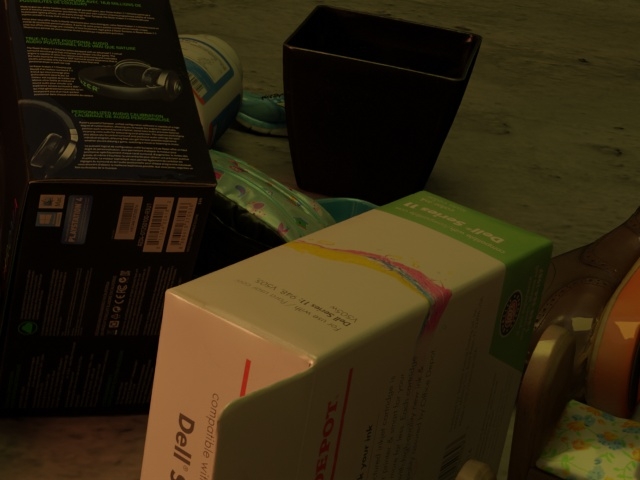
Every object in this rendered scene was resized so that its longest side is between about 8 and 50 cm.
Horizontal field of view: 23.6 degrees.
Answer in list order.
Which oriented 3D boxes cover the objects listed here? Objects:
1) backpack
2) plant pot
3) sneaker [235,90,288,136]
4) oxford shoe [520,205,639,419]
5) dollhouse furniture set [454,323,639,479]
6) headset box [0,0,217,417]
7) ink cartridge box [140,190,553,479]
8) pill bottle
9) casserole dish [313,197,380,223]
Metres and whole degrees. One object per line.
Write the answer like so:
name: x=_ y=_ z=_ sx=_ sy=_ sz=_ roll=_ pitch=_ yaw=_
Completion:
backpack: x=-0.075 y=0.000 z=1.314 sx=0.182 sy=0.152 sz=0.115 roll=28 pitch=36 yaw=14
plant pot: x=0.059 y=-0.137 z=1.641 sx=0.187 sy=0.167 sz=0.188 roll=12 pitch=22 yaw=8
sneaker: x=-0.031 y=-0.160 z=1.780 sx=0.162 sy=0.073 sz=0.063 roll=11 pitch=23 yaw=5
oxford shoe: x=0.253 y=0.033 z=1.375 sx=0.133 sy=0.130 sz=0.364 roll=10 pitch=22 yaw=20
dollhouse furniture set: x=0.305 y=0.110 z=0.916 sx=0.362 sy=0.256 sz=0.394 roll=18 pitch=43 yaw=20
headset box: x=-0.186 y=-0.052 z=1.157 sx=0.131 sy=0.246 sz=0.283 roll=1 pitch=45 yaw=-19
ink cartridge box: x=-0.003 y=0.111 z=0.990 sx=0.119 sy=0.207 sz=0.353 roll=25 pitch=27 yaw=30
pill bottle: x=-0.154 y=-0.152 z=1.655 sx=0.124 sy=0.124 sz=0.221 roll=12 pitch=22 yaw=8
casserole dish: x=0.000 y=0.000 z=1.469 sx=0.188 sy=0.037 sz=0.114 roll=-7 pitch=28 yaw=-35
